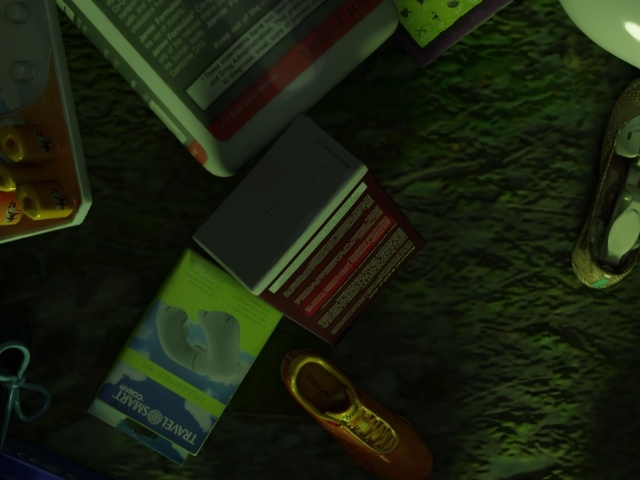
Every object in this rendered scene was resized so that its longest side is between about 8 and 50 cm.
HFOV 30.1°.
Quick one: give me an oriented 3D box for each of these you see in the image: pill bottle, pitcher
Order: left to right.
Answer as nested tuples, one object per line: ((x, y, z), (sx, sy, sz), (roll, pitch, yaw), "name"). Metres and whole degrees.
((-0.125, -0.248, 0.967), (0.210, 0.210, 0.363), (-42, 96, -2), "pill bottle")
((0.314, -0.224, 1.072), (0.207, 0.125, 0.178), (47, 57, -8), "pitcher")

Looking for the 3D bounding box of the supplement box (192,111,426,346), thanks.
((0.000, 0.000, 0.984), (0.073, 0.239, 0.130), (41, 89, 22), "supplement box")

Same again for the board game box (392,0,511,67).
((0.124, -0.300, 0.945), (0.208, 0.347, 0.056), (45, 53, -10), "board game box")

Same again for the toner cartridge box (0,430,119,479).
((-0.368, 0.223, 1.043), (0.347, 0.075, 0.165), (26, 91, -7), "toner cartridge box")

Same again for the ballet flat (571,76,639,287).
((0.290, -0.053, 1.098), (0.073, 0.067, 0.206), (14, 92, -6), "ballet flat")

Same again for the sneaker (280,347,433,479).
((0.032, 0.167, 1.086), (0.175, 0.067, 0.064), (38, 88, -9), "sneaker")

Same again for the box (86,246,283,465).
((-0.123, 0.108, 1.078), (0.109, 0.042, 0.178), (31, 89, -7), "box")

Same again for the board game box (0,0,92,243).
((-0.378, -0.168, 0.912), (0.389, 0.050, 0.390), (-12, 89, 25), "board game box")

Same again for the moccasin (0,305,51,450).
((-0.292, 0.080, 0.970), (0.116, 0.138, 0.342), (-13, 73, -15), "moccasin")
